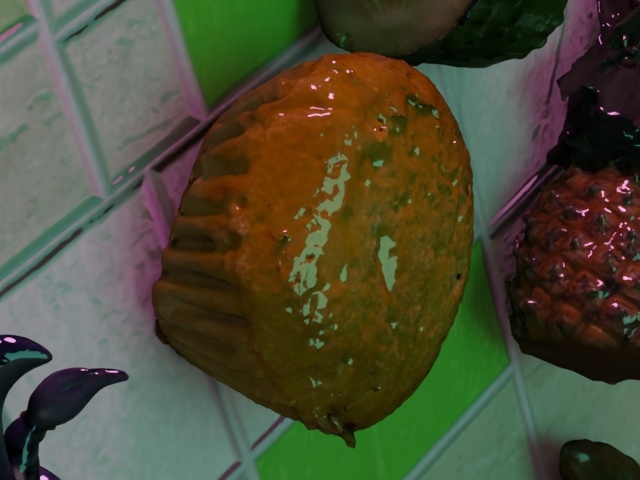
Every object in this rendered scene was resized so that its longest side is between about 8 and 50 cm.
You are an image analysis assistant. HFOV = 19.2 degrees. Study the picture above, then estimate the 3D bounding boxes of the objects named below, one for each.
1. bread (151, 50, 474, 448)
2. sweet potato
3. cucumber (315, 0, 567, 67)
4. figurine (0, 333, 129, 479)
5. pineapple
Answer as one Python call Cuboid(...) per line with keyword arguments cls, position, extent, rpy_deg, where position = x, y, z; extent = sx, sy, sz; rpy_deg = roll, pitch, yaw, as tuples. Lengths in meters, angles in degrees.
Cuboid(cls="bread", position=(0.004, -0.002, 1.172), extent=(0.240, 0.139, 0.240), rpy_deg=(-16, 110, -49))
Cuboid(cls="sweet potato", position=(0.233, 0.194, 1.570), extent=(0.182, 0.053, 0.054), rpy_deg=(38, 69, -51))
Cuboid(cls="cucumber", position=(0.101, -0.172, 1.280), extent=(0.244, 0.134, 0.134), rpy_deg=(3, 96, -61))
Cuboid(cls="figurine", position=(-0.210, 0.127, 0.922), extent=(0.265, 0.175, 0.197), rpy_deg=(60, 45, -31))
Cuboid(cls="pineapple", position=(0.234, -0.078, 1.454), extent=(0.165, 0.165, 0.364), rpy_deg=(26, 70, -51))
